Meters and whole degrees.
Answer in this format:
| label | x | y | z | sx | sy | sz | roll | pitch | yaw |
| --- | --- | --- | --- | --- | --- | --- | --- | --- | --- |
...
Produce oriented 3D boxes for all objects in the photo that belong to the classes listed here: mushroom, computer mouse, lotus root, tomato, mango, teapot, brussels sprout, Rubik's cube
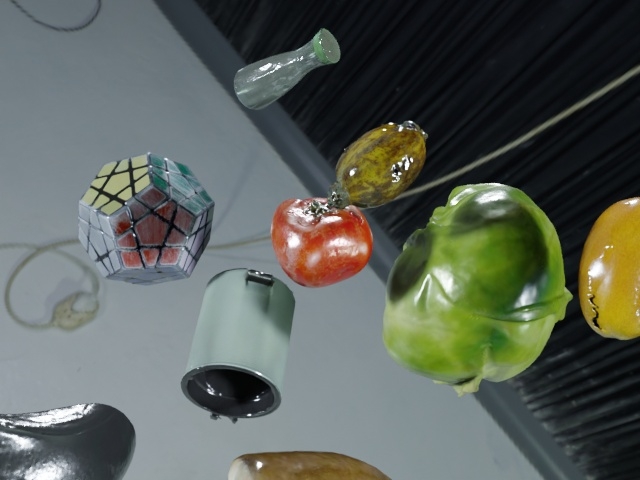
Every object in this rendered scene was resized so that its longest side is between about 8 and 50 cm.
| label | x | y | z | sx | sy | sz | roll | pitch | yaw |
| --- | --- | --- | --- | --- | --- | --- | --- | --- | --- |
| mushroom | 0.024 | 0.496 | 1.366 | 0.313 | 0.224 | 0.397 | -41 | 114 | -28 |
| computer mouse | -0.324 | 0.279 | 0.910 | 0.264 | 0.088 | 0.147 | 6 | 102 | -44 |
| lotus root | 0.097 | -0.119 | 1.253 | 0.209 | 0.120 | 0.120 | -40 | 88 | -8 |
| tomato | 0.000 | 0.000 | 1.350 | 0.187 | 0.151 | 0.187 | -6 | 34 | 4 |
| mango | 0.486 | 0.041 | 1.176 | 0.166 | 0.136 | 0.236 | 24 | 75 | -12 |
| teapot | -0.029 | -0.157 | 0.686 | 0.042 | 0.110 | 0.043 | 20 | 62 | -43 |
| brussels sprout | 0.317 | 0.092 | 1.473 | 0.342 | 0.361 | 0.425 | 32 | 81 | -1 |
| Rubik's cube | -0.401 | -0.043 | 1.735 | 0.319 | 0.319 | 0.264 | 4 | 72 | -31 |

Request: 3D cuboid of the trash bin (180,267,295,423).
| label | x | y | z | sx | sy | sz | roll | pitch | yaw |
| --- | --- | --- | --- | --- | --- | --- | --- | --- | --- |
| trash bin | -0.177 | 0.230 | 1.678 | 0.217 | 0.277 | 0.263 | 15 | 47 | -9 |
